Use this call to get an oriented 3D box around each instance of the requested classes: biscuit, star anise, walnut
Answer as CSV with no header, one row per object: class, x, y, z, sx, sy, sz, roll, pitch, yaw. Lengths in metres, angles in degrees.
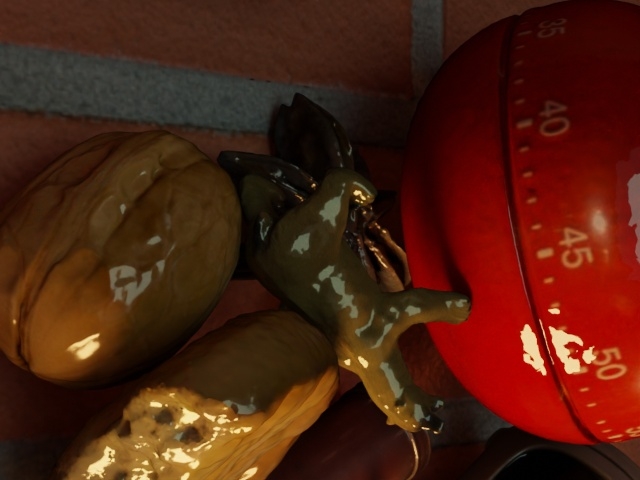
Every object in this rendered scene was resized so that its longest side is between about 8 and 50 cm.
biscuit,-0.094,0.141,0.853,0.091,0.274,0.213,47,28,14
star anise,0.000,0.000,1.031,0.236,0.093,0.229,28,65,-42
walnut,-0.141,0.010,0.853,0.159,0.159,0.206,55,52,-27

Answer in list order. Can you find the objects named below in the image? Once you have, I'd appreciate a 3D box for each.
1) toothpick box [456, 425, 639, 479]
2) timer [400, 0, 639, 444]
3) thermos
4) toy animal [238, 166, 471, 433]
toothpick box,0.149,0.332,1.088,0.316,0.229,0.229,-37,113,-34
timer,0.223,-0.015,1.059,0.378,0.279,0.378,-10,90,-67
thermos,-0.021,0.205,1.005,0.232,0.099,0.124,-29,72,-37
toy animal,0.020,0.043,0.901,0.218,0.103,0.101,49,43,-17
